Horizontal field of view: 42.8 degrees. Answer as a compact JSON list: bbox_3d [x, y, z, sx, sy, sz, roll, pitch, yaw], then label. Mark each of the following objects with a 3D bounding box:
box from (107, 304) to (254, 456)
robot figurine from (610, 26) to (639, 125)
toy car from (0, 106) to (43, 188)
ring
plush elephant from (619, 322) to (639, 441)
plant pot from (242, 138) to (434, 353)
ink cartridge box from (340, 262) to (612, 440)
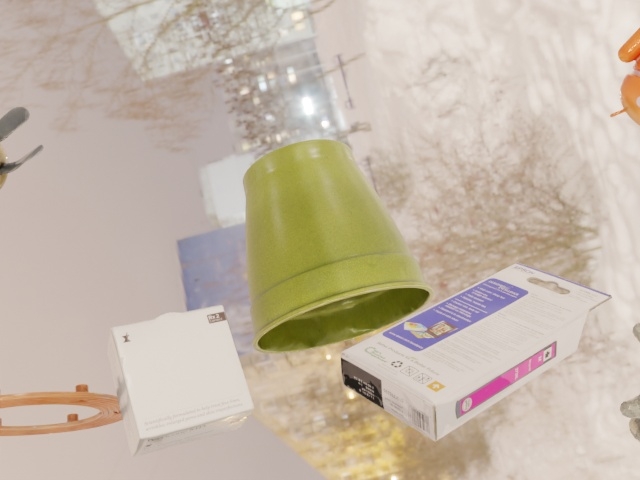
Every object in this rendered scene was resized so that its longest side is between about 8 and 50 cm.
[{"bbox_3d":[-0.221,0.216,1.268,0.119,0.181,0.182,119,135,-57],"label":"box"},{"bbox_3d":[0.523,-0.241,1.169,0.158,0.219,0.128,24,-160,-37],"label":"robot figurine"},{"bbox_3d":[-0.403,-0.090,0.894,0.155,0.188,0.149,56,164,39],"label":"toy car"},{"bbox_3d":[-0.502,0.301,1.447,0.336,0.337,0.032,68,-167,-68],"label":"ring"},{"bbox_3d":[0.727,0.310,1.641,0.255,0.330,0.272,28,-162,-21],"label":"plush elephant"},{"bbox_3d":[0.000,0.000,1.648,0.366,0.366,0.353,67,-174,-71],"label":"plant pot"},{"bbox_3d":[0.224,0.138,1.139,0.176,0.371,0.069,23,129,47],"label":"ink cartridge box"}]
